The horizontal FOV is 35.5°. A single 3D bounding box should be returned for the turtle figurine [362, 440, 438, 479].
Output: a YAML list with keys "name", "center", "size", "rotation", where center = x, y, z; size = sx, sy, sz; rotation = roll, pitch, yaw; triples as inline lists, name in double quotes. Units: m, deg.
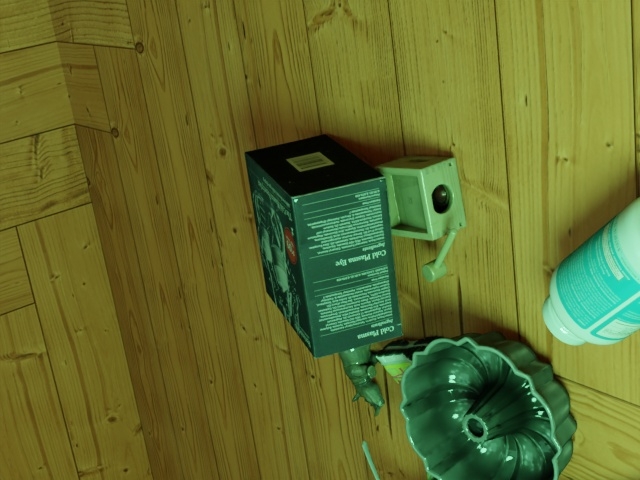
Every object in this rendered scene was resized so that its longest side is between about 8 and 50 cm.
- name: "turtle figurine"
  center: [0.196, 0.477, 1.892]
  size: [0.266, 0.198, 0.274]
  rotation: [-95, -10, -66]

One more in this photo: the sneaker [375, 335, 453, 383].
- name: "sneaker"
  center: [0.199, 0.244, 1.936]
  size: [0.208, 0.081, 0.094]
  rotation: [-6, 114, 60]

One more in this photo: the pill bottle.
- name: "pill bottle"
  center: [0.425, 0.056, 1.425]
  size: [0.146, 0.146, 0.264]
  rotation: [59, 146, 15]

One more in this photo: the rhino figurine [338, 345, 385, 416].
- name: "rhino figurine"
  center: [0.086, 0.257, 2.099]
  size: [0.106, 0.073, 0.243]
  rotation: [-3, 107, 52]

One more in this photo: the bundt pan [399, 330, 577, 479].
- name: "bundt pan"
  center: [0.302, 0.301, 1.736]
  size: [0.331, 0.124, 0.330]
  rotation: [20, 121, 39]

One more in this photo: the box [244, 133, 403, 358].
- name: "box"
  center: [0.000, 0.000, 1.886]
  size: [0.343, 0.179, 0.312]
  rotation: [-135, 33, -65]

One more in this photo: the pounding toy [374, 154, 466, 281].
- name: "pounding toy"
  center: [0.202, -0.039, 1.741]
  size: [0.181, 0.094, 0.206]
  rotation: [9, 115, 54]
